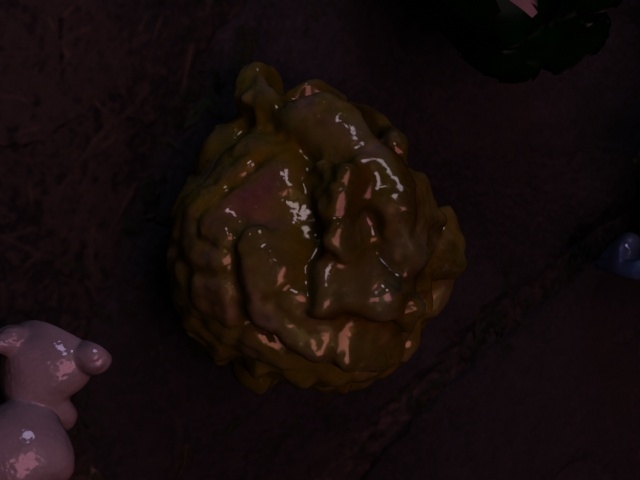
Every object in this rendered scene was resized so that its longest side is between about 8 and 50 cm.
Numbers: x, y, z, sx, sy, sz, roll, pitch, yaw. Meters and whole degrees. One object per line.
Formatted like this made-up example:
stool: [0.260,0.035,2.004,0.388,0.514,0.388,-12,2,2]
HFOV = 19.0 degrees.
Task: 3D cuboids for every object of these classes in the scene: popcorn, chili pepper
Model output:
popcorn: [0.000,0.000,1.450,0.259,0.212,0.259,-13,113,-32]
chili pepper: [0.127,-0.252,1.509,0.174,0.261,0.165,-30,156,-8]

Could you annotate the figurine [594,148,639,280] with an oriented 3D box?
figurine: [0.394,-0.141,1.655,0.248,0.276,0.388,8,93,-9]

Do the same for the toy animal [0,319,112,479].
toy animal: [-0.238,0.148,1.380,0.127,0.131,0.181,35,63,-23]
